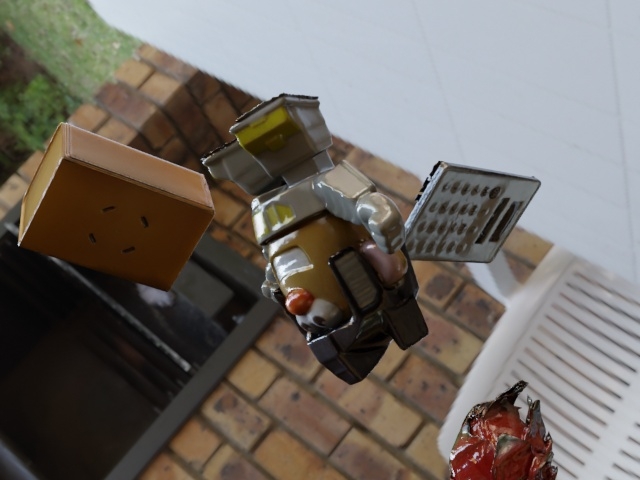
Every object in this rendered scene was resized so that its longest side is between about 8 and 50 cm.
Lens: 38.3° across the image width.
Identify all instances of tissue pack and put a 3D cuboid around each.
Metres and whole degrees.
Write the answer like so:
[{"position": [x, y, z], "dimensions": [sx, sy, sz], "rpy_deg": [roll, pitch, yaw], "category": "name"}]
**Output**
[{"position": [-0.349, -0.060, 1.585], "dimensions": [0.274, 0.194, 0.145], "rpy_deg": [20, -149, -28], "category": "tissue pack"}]

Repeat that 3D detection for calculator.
[{"position": [0.213, -0.034, 1.330], "dimensions": [0.261, 0.161, 0.021], "rpy_deg": [2, -146, -46], "category": "calculator"}]

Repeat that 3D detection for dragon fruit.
[{"position": [0.194, 0.228, 0.967], "dimensions": [0.121, 0.130, 0.142], "rpy_deg": [39, -154, -26], "category": "dragon fruit"}]

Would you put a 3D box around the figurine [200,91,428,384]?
[{"position": [0.003, -0.002, 0.946], "dimensions": [0.308, 0.143, 0.308], "rpy_deg": [56, 170, 16], "category": "figurine"}]
